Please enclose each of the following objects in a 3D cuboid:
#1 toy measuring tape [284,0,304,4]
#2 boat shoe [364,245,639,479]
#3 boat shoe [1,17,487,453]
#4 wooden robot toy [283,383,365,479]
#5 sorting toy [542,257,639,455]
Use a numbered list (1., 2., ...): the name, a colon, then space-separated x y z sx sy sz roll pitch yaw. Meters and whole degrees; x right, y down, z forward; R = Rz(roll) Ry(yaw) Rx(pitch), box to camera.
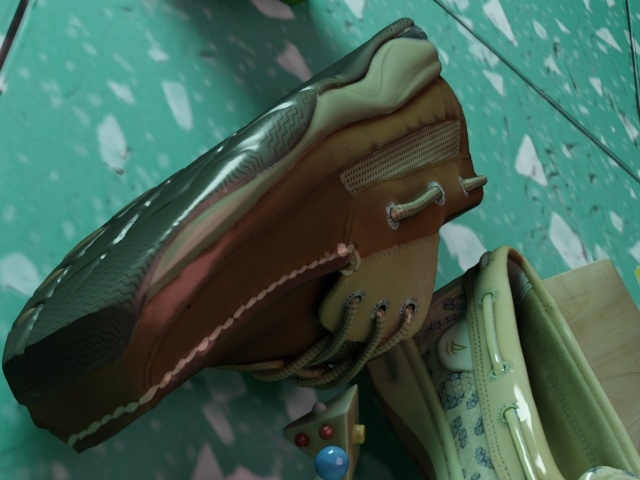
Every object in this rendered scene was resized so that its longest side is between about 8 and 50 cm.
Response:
1. toy measuring tape: -0.074 -0.221 0.661 0.330 0.121 0.121 25 45 -37
2. boat shoe: 0.103 0.100 0.546 0.105 0.089 0.285 33 14 -37
3. boat shoe: 0.000 0.000 0.569 0.120 0.123 0.324 56 35 -7
4. wooden robot toy: -0.026 0.137 0.485 0.076 0.079 0.173 47 45 -75
5. sorting toy: 0.156 0.085 0.751 0.274 0.046 0.132 -14 74 -54
